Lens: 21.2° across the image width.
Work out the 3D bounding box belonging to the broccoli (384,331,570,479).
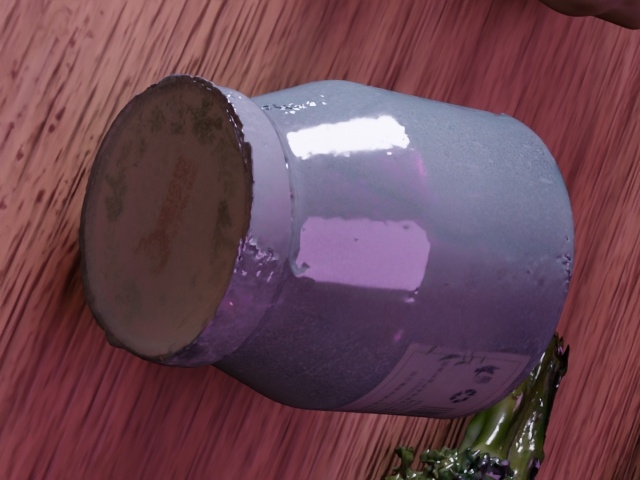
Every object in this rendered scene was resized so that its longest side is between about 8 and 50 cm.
[{"bbox_3d":[0.173,0.219,1.510,0.275,0.177,0.198,-50,123,-44],"label":"broccoli"}]

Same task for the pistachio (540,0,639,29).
[{"bbox_3d":[0.236,-0.342,1.446,0.226,0.208,0.331,-52,128,-85],"label":"pistachio"}]

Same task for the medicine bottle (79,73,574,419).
[{"bbox_3d":[0.000,0.000,1.227,0.290,0.245,0.245,11,89,-40],"label":"medicine bottle"}]
